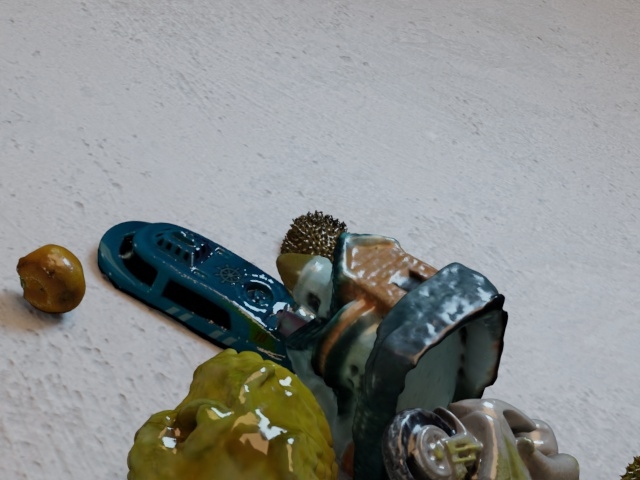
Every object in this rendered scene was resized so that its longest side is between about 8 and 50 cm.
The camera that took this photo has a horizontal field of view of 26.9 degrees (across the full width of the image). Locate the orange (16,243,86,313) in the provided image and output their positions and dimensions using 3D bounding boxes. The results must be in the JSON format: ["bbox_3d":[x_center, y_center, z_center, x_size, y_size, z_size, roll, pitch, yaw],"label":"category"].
[{"bbox_3d":[-0.298,0.041,1.507,0.086,0.086,0.062,29,49,14],"label":"orange"}]

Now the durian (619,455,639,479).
[{"bbox_3d":[0.423,0.282,1.488,0.158,0.168,0.137,30,41,-14],"label":"durian"}]

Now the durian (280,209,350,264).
[{"bbox_3d":[0.003,-0.001,1.763,0.110,0.071,0.140,-2,33,-32],"label":"durian"}]

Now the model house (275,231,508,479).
[{"bbox_3d":[0.035,0.112,1.435,0.184,0.253,0.291,-31,52,-31],"label":"model house"}]

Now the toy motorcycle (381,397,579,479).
[{"bbox_3d":[0.197,0.275,1.317,0.341,0.108,0.223,54,39,-5],"label":"toy motorcycle"}]

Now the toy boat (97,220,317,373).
[{"bbox_3d":[-0.127,0.042,1.605,0.299,0.092,0.134,29,36,13],"label":"toy boat"}]

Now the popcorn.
[{"bbox_3d":[-0.089,0.218,1.297,0.200,0.203,0.226,36,40,-72],"label":"popcorn"}]
